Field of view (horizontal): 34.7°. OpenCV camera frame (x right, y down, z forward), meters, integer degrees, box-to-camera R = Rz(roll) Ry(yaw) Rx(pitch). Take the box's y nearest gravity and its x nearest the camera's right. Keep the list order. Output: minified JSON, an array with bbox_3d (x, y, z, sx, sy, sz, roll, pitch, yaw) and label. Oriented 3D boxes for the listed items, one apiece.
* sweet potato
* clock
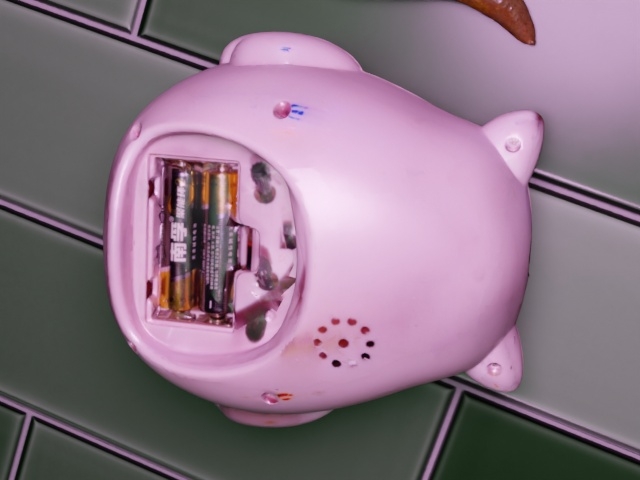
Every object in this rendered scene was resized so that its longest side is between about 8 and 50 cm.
[{"bbox_3d":[0.087,-0.251,0.969,0.255,0.058,0.078,16,119,9],"label":"sweet potato"},{"bbox_3d":[0.000,0.000,0.929,0.377,0.250,0.368,6,101,14],"label":"clock"}]
